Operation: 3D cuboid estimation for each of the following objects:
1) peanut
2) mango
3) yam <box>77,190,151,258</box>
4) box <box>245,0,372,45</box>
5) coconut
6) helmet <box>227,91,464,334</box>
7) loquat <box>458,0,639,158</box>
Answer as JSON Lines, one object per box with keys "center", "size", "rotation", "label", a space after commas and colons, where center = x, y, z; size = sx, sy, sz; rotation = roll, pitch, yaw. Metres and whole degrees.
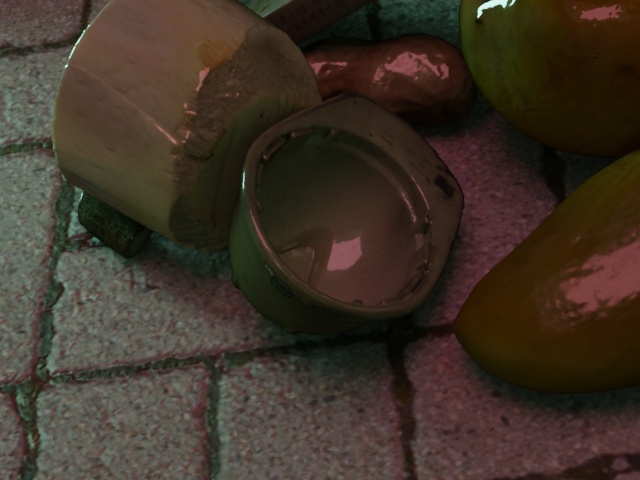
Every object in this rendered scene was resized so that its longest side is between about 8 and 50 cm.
{"center": [0.047, -0.161, 1.521], "size": [0.227, 0.086, 0.104], "rotation": [3, 51, 17], "label": "peanut"}
{"center": [0.284, 0.023, 1.266], "size": [0.331, 0.142, 0.195], "rotation": [-38, 47, -12], "label": "mango"}
{"center": [-0.203, -0.016, 1.470], "size": [0.094, 0.043, 0.043], "rotation": [33, 61, 33], "label": "yam"}
{"center": [0.067, -0.300, 1.517], "size": [0.365, 0.051, 0.205], "rotation": [-25, 20, 33], "label": "box"}
{"center": [-0.140, -0.128, 1.427], "size": [0.244, 0.239, 0.239], "rotation": [35, 62, 28], "label": "coconut"}
{"center": [0.000, 0.000, 1.349], "size": [0.204, 0.137, 0.257], "rotation": [45, 43, 1], "label": "helmet"}
{"center": [0.276, -0.204, 1.391], "size": [0.274, 0.275, 0.275], "rotation": [-6, 46, 7], "label": "loquat"}
